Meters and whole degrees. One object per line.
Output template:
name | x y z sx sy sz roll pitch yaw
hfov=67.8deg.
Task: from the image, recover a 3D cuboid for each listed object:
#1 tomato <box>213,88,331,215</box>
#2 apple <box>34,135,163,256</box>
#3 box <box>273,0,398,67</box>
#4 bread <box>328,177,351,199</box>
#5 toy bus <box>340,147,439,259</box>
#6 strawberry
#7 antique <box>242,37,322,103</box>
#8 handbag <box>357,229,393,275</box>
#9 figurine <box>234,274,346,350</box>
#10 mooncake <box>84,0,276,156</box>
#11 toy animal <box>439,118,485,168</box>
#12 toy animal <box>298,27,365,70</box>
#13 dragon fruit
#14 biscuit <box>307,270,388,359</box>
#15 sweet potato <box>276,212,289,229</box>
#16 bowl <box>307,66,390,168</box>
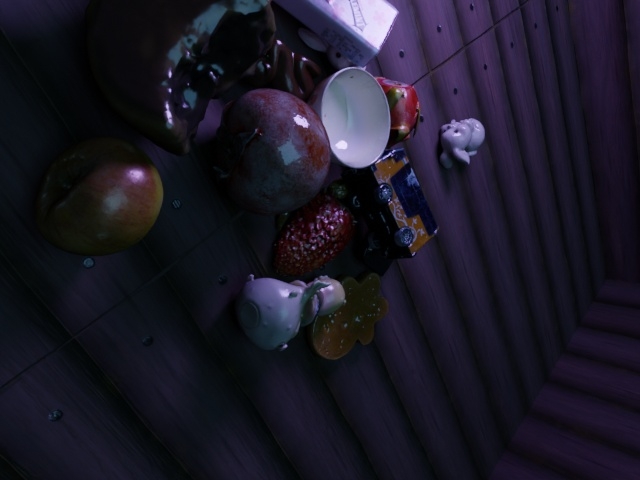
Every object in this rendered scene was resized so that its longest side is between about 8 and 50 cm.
tomato | -0.126 -0.217 1.199 0.282 0.316 0.317 -6 100 -33
apple | -0.452 -0.085 0.984 0.194 0.261 0.261 31 75 -56
box | 0.026 -0.669 1.318 0.369 0.112 0.190 30 71 -19
bread | 0.071 -0.170 1.539 0.110 0.060 0.066 -24 83 -42
toy bus | 0.223 -0.118 1.511 0.194 0.162 0.323 -36 106 -31
strawberry | 0.000 0.000 1.457 0.233 0.138 0.306 45 66 -37
antique | -0.116 -0.453 1.305 0.257 0.121 0.143 16 95 -48
handbag | 0.248 -0.046 1.690 0.191 0.075 0.332 39 74 -47
figurine | -0.045 0.175 1.377 0.394 0.274 0.226 -5 67 -50
mooncake | -0.278 -0.396 1.031 0.394 0.246 0.393 -13 91 -13
toy animal | 0.560 -0.392 1.893 0.193 0.127 0.178 -36 120 -35
toy animal | 0.048 -0.580 1.423 0.221 0.131 0.104 30 98 -37
dragon fruit | 0.212 -0.403 1.532 0.224 0.224 0.227 -12 117 -39
biscuit | 0.093 0.258 1.628 0.355 0.052 0.275 -37 115 -30
sweet potato | -0.106 -0.105 1.413 0.041 0.038 0.153 5 91 -53
bowl | 0.060 -0.342 1.364 0.277 0.145 0.277 -7 100 -43
